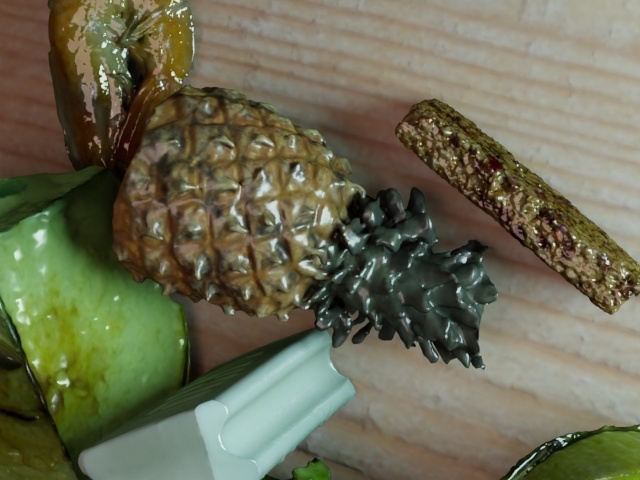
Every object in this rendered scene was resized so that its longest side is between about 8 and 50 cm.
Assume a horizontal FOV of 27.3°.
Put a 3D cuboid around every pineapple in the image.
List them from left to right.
[{"bbox_3d":[0.000,0.000,0.914,0.279,0.158,0.158,22,108,4],"label":"pineapple"}]

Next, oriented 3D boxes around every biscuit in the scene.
[{"bbox_3d":[0.137,-0.025,0.890,0.199,0.064,0.034,40,112,11],"label":"biscuit"}]

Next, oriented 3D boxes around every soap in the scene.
[{"bbox_3d":[-0.067,0.130,0.932,0.119,0.198,0.066,-25,92,25],"label":"soap"}]

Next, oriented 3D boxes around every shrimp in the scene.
[{"bbox_3d":[-0.150,-0.119,1.000,0.115,0.051,0.217,0,98,20],"label":"shrimp"}]

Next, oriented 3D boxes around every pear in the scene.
[{"bbox_3d":[-0.259,0.077,1.016,0.282,0.176,0.286,-6,114,30],"label":"pear"}]

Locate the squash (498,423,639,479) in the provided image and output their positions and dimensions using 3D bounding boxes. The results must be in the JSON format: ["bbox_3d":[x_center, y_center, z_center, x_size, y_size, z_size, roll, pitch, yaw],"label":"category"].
[{"bbox_3d":[0.200,0.234,0.832,0.220,0.133,0.220,-2,100,-11],"label":"squash"}]

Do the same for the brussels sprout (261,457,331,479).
[{"bbox_3d":[-0.014,0.297,0.919,0.259,0.294,0.227,25,138,-6],"label":"brussels sprout"}]
